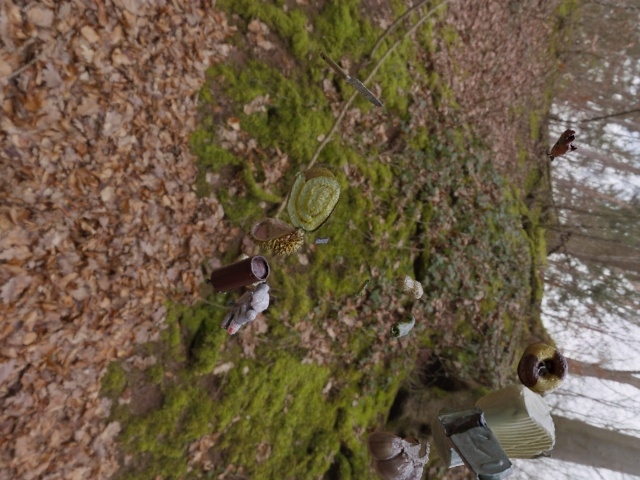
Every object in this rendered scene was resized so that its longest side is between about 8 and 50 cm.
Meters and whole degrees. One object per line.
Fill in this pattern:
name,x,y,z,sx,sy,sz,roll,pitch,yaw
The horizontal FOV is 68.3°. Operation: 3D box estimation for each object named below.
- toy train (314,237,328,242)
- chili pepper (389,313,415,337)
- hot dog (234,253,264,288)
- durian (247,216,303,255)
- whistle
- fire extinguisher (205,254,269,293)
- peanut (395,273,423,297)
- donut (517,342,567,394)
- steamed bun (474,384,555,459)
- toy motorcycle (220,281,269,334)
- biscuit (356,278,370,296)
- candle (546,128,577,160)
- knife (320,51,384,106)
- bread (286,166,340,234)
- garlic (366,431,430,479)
toy train,0.000,0.000,1.857,0.083,0.017,0.017,-2,119,-54
chili pepper,0.348,0.388,2.089,0.203,0.072,0.073,-17,94,-49
hot dog,-0.331,0.142,2.145,0.084,0.073,0.243,-67,149,-23
durian,-0.183,-0.011,1.923,0.183,0.249,0.138,-44,138,-22
whistle,0.527,0.708,1.677,0.405,0.167,0.189,113,-33,-77
fire extinguisher,-0.305,0.128,1.677,0.268,0.105,0.105,-19,-141,33
peanut,0.393,0.199,2.062,0.080,0.174,0.080,-29,-137,32
donut,0.807,0.461,1.703,0.184,0.166,0.073,-42,167,-11
steamed bun,0.791,0.718,1.957,0.290,0.274,0.272,-26,-163,22
toy motorcycle,-0.301,0.281,1.934,0.260,0.110,0.171,-46,-157,-3
biscuit,0.175,0.195,1.953,0.089,0.016,0.046,-57,180,6
candle,0.974,-0.380,1.910,0.301,0.059,0.085,6,66,-79
knife,0.116,-0.577,1.702,0.017,0.297,0.047,-53,-171,-32
bread,-0.036,-0.148,1.762,0.124,0.185,0.257,-97,-151,-71
garlic,0.253,0.755,1.633,0.191,0.213,0.160,-40,-137,49
